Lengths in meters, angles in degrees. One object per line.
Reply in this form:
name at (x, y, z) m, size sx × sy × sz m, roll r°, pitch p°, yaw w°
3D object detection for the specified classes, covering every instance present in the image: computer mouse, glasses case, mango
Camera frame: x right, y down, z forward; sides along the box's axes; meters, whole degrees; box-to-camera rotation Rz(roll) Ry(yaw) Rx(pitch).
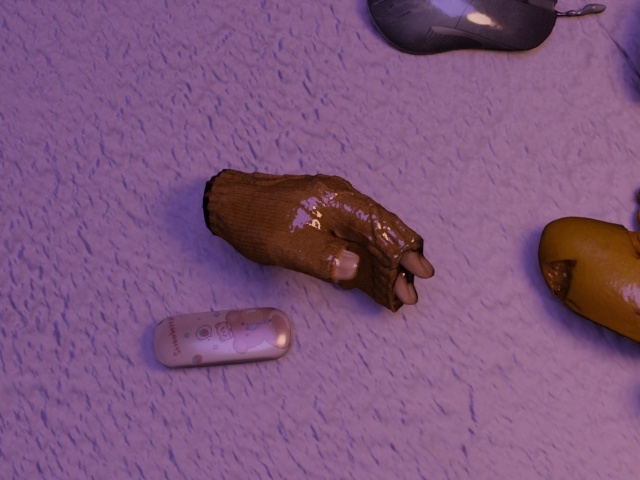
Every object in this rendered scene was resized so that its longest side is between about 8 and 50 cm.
computer mouse at (0.262, -0.381, 1.602) m, size 0.379 × 0.090 × 0.167 m, roll 1°, pitch 73°, yaw 4°
glasses case at (-0.143, 0.142, 1.486) m, size 0.204 × 0.051 × 0.081 m, roll -7°, pitch 73°, yaw 3°
mango at (0.425, 0.056, 1.424) m, size 0.262 × 0.130 × 0.167 m, roll 23°, pitch 76°, yaw 17°

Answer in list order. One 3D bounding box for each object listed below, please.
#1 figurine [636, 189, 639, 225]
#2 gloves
figurine at (0.523, -0.077, 1.483) m, size 0.122 × 0.121 × 0.176 m, roll -4°, pitch 61°, yaw 36°
gloves at (-0.002, -0.017, 1.448) m, size 0.356 × 0.203 × 0.155 m, roll 25°, pitch 100°, yaw 18°
